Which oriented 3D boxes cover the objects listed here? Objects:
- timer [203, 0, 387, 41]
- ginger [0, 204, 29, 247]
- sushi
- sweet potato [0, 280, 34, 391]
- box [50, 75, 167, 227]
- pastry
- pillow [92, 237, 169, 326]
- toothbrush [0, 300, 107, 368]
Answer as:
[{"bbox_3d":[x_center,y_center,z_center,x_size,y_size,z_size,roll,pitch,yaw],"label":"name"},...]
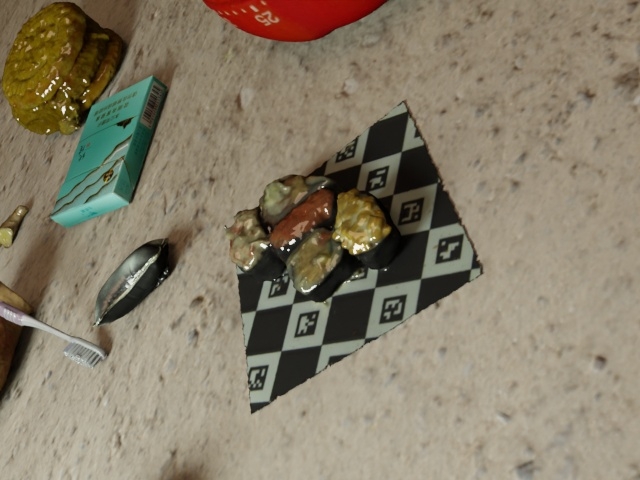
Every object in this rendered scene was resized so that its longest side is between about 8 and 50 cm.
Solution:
[{"bbox_3d":[-0.026,-0.449,1.226,0.378,0.279,0.378,-30,41,31],"label":"timer"},{"bbox_3d":[-0.535,-0.019,1.622,0.097,0.030,0.048,-51,35,5],"label":"ginger"},{"bbox_3d":[0.000,0.000,1.017,0.294,0.059,0.292,-36,41,20],"label":"sushi"},{"bbox_3d":[-0.511,0.205,1.343,0.131,0.131,0.336,-17,50,38],"label":"sweet potato"},{"bbox_3d":[-0.332,-0.140,1.494,0.162,0.041,0.229,-16,50,39],"label":"box"},{"bbox_3d":[-0.481,-0.314,1.717,0.240,0.132,0.235,5,64,49],"label":"pastry"},{"bbox_3d":[-0.247,0.053,1.237,0.136,0.055,0.091,-45,35,8],"label":"pillow"},{"bbox_3d":[-0.435,0.100,1.297,0.354,0.024,0.029,20,47,24],"label":"toothbrush"}]
